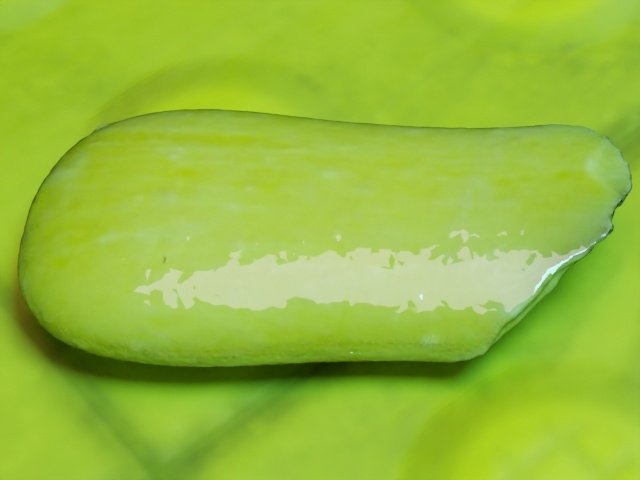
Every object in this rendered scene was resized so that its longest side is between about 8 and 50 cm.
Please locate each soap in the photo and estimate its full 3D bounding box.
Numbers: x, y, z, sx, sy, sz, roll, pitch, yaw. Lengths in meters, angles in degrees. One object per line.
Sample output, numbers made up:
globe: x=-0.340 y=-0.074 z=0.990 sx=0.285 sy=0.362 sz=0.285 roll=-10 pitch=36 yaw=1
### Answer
soap: x=0.000 y=0.000 z=0.528 sx=0.168 sy=0.033 sz=0.089 roll=4 pitch=55 yaw=8
